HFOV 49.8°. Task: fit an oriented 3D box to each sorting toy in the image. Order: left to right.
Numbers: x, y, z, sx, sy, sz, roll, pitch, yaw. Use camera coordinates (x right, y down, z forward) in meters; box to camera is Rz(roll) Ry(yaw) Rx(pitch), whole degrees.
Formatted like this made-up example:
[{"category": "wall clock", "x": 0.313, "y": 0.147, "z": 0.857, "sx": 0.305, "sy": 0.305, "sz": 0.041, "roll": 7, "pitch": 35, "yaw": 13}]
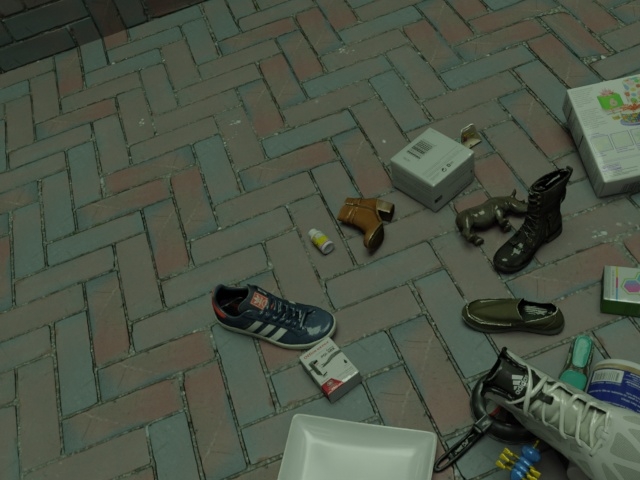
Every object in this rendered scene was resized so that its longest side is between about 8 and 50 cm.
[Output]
[{"category": "sorting toy", "x": 0.459, "y": -0.326, "z": 2.150, "sx": 0.083, "sy": 0.075, "sz": 0.045, "roll": -31, "pitch": 51, "yaw": -13}]

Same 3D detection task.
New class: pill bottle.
[{"category": "pill bottle", "x": 0.000, "y": 0.000, "z": 2.014, "sx": 0.043, "sy": 0.043, "sz": 0.083, "roll": -35, "pitch": 51, "yaw": -15}, {"category": "pill bottle", "x": 0.623, "y": 0.399, "z": 1.467, "sx": 0.153, "sy": 0.153, "sz": 0.264, "roll": 17, "pitch": 58, "yaw": 25}]

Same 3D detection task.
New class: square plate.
[{"category": "square plate", "x": 0.067, "y": 0.570, "z": 1.528, "sx": 0.347, "sy": 0.049, "sz": 0.344, "roll": 4, "pitch": 53, "yaw": 16}]

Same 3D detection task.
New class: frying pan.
[{"category": "frying pan", "x": 0.386, "y": 0.394, "z": 1.601, "sx": 0.326, "sy": 0.053, "sz": 0.197, "roll": -16, "pitch": 49, "yaw": -3}]

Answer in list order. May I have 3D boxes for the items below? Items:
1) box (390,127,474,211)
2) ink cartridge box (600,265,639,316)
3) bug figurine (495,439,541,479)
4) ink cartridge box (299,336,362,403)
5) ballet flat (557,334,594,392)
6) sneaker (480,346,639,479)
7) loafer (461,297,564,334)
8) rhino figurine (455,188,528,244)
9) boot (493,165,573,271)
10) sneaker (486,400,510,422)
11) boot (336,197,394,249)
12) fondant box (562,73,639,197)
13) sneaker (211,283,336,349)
[{"category": "box", "x": 0.335, "y": -0.213, "z": 2.059, "sx": 0.181, "sy": 0.119, "sz": 0.182, "roll": -40, "pitch": 54, "yaw": -19}, {"category": "ink cartridge box", "x": 0.806, "y": 0.131, "z": 1.701, "sx": 0.209, "sy": 0.062, "sz": 0.109, "roll": 6, "pitch": 52, "yaw": 18}, {"category": "bug figurine", "x": 0.464, "y": 0.555, "z": 1.392, "sx": 0.279, "sy": 0.072, "sz": 0.216, "roll": 37, "pitch": 96, "yaw": 33}, {"category": "ink cartridge box", "x": 0.024, "y": 0.324, "z": 1.734, "sx": 0.099, "sy": 0.056, "sz": 0.135, "roll": -35, "pitch": 52, "yaw": -14}, {"category": "ballet flat", "x": 0.593, "y": 0.312, "z": 1.605, "sx": 0.070, "sy": 0.070, "sz": 0.188, "roll": 20, "pitch": 62, "yaw": 27}, {"category": "sneaker", "x": 0.451, "y": 0.340, "z": 1.310, "sx": 0.258, "sy": 0.447, "sz": 0.169, "roll": 28, "pitch": 86, "yaw": -15}, {"category": "loafer", "x": 0.481, "y": 0.175, "z": 1.726, "sx": 0.251, "sy": 0.087, "sz": 0.094, "roll": 0, "pitch": 52, "yaw": 14}, {"category": "rhino figurine", "x": 0.492, "y": -0.075, "z": 1.940, "sx": 0.243, "sy": 0.073, "sz": 0.106, "roll": -24, "pitch": 53, "yaw": -8}, {"category": "boot", "x": 0.553, "y": -0.061, "z": 1.809, "sx": 0.263, "sy": 0.229, "sz": 0.091, "roll": -37, "pitch": 53, "yaw": -17}, {"category": "sneaker", "x": 0.437, "y": 0.349, "z": 1.569, "sx": 0.065, "sy": 0.061, "sz": 0.158, "roll": 38, "pitch": 64, "yaw": 6}, {"category": "boot", "x": 0.117, "y": -0.052, "z": 2.014, "sx": 0.152, "sy": 0.073, "sz": 0.197, "roll": 11, "pitch": 43, "yaw": 20}, {"category": "fondant box", "x": 0.868, "y": -0.305, "z": 1.979, "sx": 0.238, "sy": 0.096, "sz": 0.330, "roll": -12, "pitch": 64, "yaw": 4}, {"category": "sneaker", "x": -0.134, "y": 0.189, "z": 1.823, "sx": 0.350, "sy": 0.148, "sz": 0.131, "roll": 5, "pitch": 53, "yaw": 17}]
